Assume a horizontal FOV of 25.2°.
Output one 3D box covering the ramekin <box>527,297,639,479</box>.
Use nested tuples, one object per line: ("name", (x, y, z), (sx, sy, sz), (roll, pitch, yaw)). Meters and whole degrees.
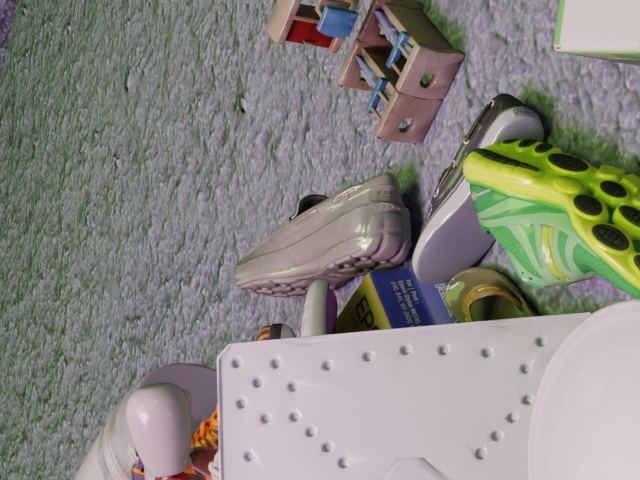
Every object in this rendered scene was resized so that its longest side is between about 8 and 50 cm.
("ramekin", (0.306, 0.190, 1.210), (0.273, 0.127, 0.273), (-17, 70, 57))

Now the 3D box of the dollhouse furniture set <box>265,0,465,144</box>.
("dollhouse furniture set", (0.041, -0.207, 1.668), (0.129, 0.183, 0.129), (59, 134, 45))

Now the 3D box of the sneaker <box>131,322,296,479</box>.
("sneaker", (-0.133, 0.236, 1.721), (0.124, 0.180, 0.321), (-71, -6, -69))

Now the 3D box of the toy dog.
("toy dog", (-0.123, 0.312, 1.635), (0.220, 0.161, 0.334), (17, 115, 19))

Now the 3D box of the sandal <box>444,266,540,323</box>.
("sandal", (0.182, 0.079, 1.505), (0.072, 0.049, 0.180), (-62, 36, 14))

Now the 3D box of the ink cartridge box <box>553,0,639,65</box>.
("ink cartridge box", (0.330, -0.221, 1.096), (0.115, 0.273, 0.198), (14, 97, 62))

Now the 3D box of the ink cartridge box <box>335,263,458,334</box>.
("ink cartridge box", (0.092, 0.194, 1.632), (0.307, 0.072, 0.304), (-60, 38, 38))

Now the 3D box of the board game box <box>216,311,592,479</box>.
("board game box", (0.096, 0.280, 1.387), (0.390, 0.050, 0.390), (-6, 76, 13))

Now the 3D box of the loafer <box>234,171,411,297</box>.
("loafer", (0.000, 0.000, 1.788), (0.319, 0.112, 0.111), (-20, 63, 49))

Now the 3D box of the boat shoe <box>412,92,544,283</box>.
("boat shoe", (0.160, -0.059, 1.551), (0.228, 0.080, 0.076), (-65, 30, 28))

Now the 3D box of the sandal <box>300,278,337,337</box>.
("sandal", (0.018, 0.238, 1.589), (0.169, 0.102, 0.416), (99, 174, -57))

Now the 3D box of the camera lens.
("camera lens", (-0.214, 0.328, 1.974), (0.274, 0.219, 0.219), (-57, 40, 39))

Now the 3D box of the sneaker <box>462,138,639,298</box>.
("sneaker", (0.252, -0.007, 1.385), (0.295, 0.109, 0.123), (37, 143, 51))
